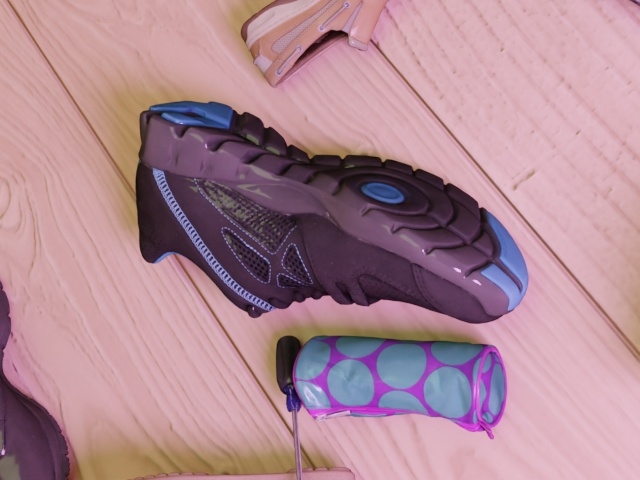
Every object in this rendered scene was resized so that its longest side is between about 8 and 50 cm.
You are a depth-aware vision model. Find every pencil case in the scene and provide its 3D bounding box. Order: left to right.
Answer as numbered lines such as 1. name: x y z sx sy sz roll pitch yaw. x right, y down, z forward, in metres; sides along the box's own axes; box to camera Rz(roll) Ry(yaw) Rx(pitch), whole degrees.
1. pencil case: 0.059 0.107 0.865 0.152 0.064 0.070 -1 59 25

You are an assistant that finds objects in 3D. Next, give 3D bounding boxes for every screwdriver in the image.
1. screwdriver: -0.020 0.142 0.882 0.024 0.025 0.169 8 47 -14

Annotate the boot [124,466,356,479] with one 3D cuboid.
1. boot: -0.077 0.280 0.864 0.249 0.090 0.206 -8 70 19

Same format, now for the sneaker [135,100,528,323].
1. sneaker: 0.000 0.000 0.914 0.341 0.125 0.139 23 114 25

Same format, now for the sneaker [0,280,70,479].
1. sneaker: -0.314 0.133 0.993 0.109 0.130 0.286 -36 65 9

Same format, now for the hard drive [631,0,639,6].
1. hard drive: 0.287 -0.242 0.864 0.255 0.054 0.172 40 94 28

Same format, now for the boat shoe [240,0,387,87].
1. boat shoe: 0.026 -0.191 0.972 0.190 0.068 0.072 -30 77 25
